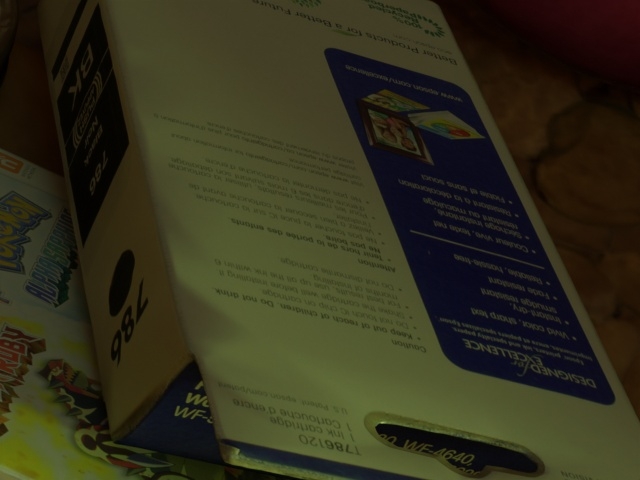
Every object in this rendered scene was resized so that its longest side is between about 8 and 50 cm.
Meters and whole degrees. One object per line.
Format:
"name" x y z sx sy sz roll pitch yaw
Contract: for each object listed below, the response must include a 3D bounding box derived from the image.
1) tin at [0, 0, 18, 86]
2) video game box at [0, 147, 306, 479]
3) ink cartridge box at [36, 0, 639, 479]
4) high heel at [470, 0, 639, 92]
"tin" -0.208 -0.084 0.756 0.190 0.040 0.106 -7 68 -26
"video game box" -0.059 0.056 0.666 0.187 0.048 0.205 23 23 -6
"ink cartridge box" 0.000 0.000 0.684 0.165 0.065 0.332 15 30 -23
"high heel" 0.238 -0.152 0.888 0.377 0.181 0.127 5 59 -20
